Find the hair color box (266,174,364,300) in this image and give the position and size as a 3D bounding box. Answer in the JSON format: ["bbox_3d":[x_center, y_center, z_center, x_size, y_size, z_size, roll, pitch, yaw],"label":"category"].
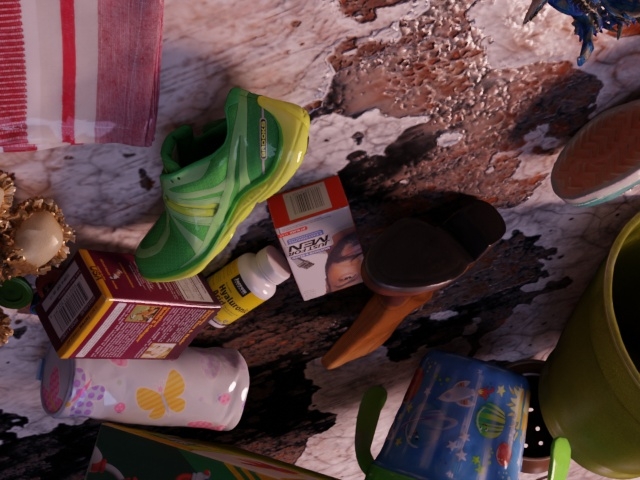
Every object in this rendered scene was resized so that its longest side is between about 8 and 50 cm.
[{"bbox_3d":[0.000,0.000,1.418,0.093,0.053,0.167,-18,146,1],"label":"hair color box"}]

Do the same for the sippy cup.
[{"bbox_3d":[0.204,0.287,1.707,0.305,0.224,0.240,17,172,4],"label":"sippy cup"}]

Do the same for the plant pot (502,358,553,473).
[{"bbox_3d":[0.344,0.300,1.886,0.167,0.167,0.165,-17,152,0],"label":"plant pot"}]

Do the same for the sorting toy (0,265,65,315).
[{"bbox_3d":[-0.338,0.053,1.374,0.101,0.042,0.061,-2,128,0],"label":"sorting toy"}]

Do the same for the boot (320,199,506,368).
[{"bbox_3d":[0.076,0.071,1.464,0.280,0.096,0.264,-46,172,38],"label":"boot"}]

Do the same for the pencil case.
[{"bbox_3d":[-0.230,0.185,1.528,0.273,0.124,0.114,9,102,-33],"label":"pencil case"}]

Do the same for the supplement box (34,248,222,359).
[{"bbox_3d":[-0.224,0.079,1.366,0.188,0.081,0.104,8,130,-52],"label":"supplement box"}]

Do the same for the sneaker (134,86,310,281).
[{"bbox_3d":[-0.128,-0.066,1.257,0.123,0.109,0.295,30,129,-19],"label":"sneaker"}]

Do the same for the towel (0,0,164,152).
[{"bbox_3d":[-0.312,-0.166,1.083,0.328,0.037,0.237,-6,143,-15],"label":"towel"}]

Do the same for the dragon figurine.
[{"bbox_3d":[0.255,-0.223,1.090,0.085,0.289,0.144,-36,103,22],"label":"dragon figurine"}]

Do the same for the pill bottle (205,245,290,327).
[{"bbox_3d":[-0.097,0.055,1.444,0.116,0.065,0.065,-34,141,22],"label":"pill bottle"}]

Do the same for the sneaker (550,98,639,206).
[{"bbox_3d":[0.423,-0.121,1.375,0.302,0.108,0.121,-34,137,22],"label":"sneaker"}]

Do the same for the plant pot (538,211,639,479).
[{"bbox_3d":[0.487,0.181,1.645,0.366,0.367,0.353,-2,154,-19],"label":"plant pot"}]

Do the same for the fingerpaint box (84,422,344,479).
[{"bbox_3d":[-0.065,0.390,1.576,0.371,0.163,0.445,13,171,19],"label":"fingerpaint box"}]

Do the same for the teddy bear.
[{"bbox_3d":[-0.431,0.038,1.267,0.245,0.113,0.338,13,129,-40],"label":"teddy bear"}]
